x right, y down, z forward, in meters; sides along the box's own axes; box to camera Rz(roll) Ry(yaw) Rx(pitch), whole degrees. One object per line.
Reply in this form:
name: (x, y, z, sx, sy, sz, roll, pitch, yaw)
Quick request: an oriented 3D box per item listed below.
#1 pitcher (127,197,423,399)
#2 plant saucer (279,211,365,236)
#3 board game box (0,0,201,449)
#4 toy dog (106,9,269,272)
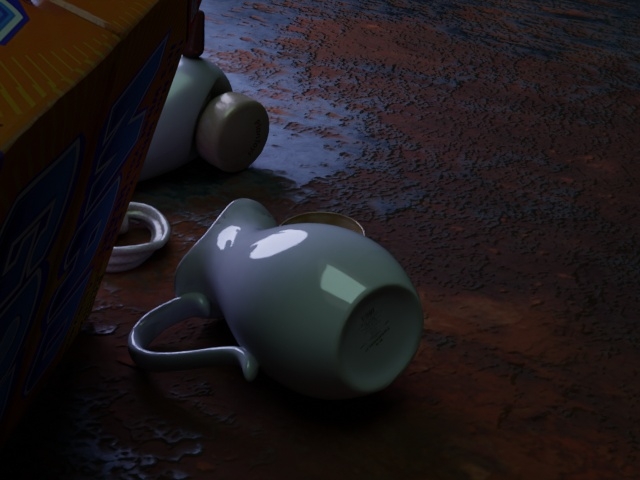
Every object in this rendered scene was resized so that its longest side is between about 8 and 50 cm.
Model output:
pitcher: (-0.039, 0.059, 0.751, 0.178, 0.125, 0.207, -43, 38, -21)
plant saucer: (0.000, 0.000, 0.921, 0.083, 0.015, 0.083, 0, 32, 0)
board game box: (-0.321, -0.049, 0.582, 0.356, 0.356, 0.356, 26, 35, -2)
toy dog: (-0.198, -0.127, 0.989, 0.220, 0.161, 0.334, 13, 34, 20)
